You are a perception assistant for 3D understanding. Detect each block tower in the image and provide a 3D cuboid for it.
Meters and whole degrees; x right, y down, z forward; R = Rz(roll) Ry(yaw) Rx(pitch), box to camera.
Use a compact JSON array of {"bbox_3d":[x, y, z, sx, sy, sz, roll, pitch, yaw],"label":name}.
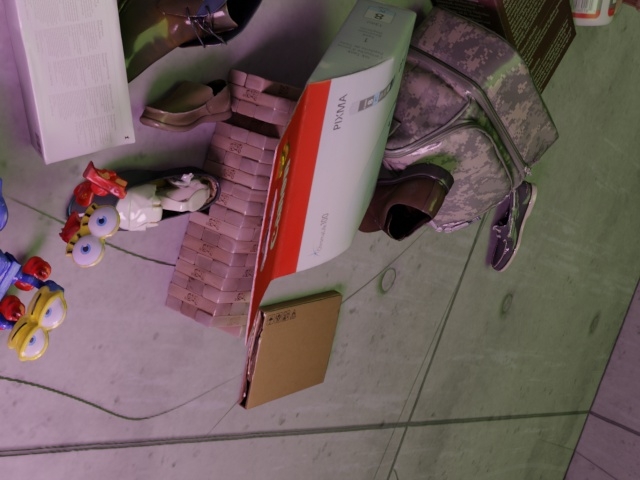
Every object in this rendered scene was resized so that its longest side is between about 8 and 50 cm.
[{"bbox_3d":[-0.104,-0.043,1.183,0.097,0.090,0.336,3,105,-55],"label":"block tower"}]

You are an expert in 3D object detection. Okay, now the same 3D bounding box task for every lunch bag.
[{"bbox_3d":[0.211,-0.175,1.467,0.256,0.212,0.305,-47,144,-1],"label":"lunch bag"}]

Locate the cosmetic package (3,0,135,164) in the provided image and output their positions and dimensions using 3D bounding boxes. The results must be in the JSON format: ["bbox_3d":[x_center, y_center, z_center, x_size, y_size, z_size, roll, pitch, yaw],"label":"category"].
[{"bbox_3d":[-0.249,-0.203,0.892,0.098,0.060,0.239,-16,124,-25],"label":"cosmetic package"}]

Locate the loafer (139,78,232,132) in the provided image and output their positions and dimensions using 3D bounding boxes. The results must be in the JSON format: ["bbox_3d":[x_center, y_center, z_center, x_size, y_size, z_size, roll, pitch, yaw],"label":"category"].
[{"bbox_3d":[-0.158,-0.162,1.075,0.148,0.056,0.050,-29,131,-57],"label":"loafer"}]

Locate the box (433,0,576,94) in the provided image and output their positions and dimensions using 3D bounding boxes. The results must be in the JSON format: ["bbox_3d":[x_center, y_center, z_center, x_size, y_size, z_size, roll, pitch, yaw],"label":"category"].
[{"bbox_3d":[0.298,-0.408,1.507,0.191,0.143,0.381,-57,147,-15],"label":"box"}]

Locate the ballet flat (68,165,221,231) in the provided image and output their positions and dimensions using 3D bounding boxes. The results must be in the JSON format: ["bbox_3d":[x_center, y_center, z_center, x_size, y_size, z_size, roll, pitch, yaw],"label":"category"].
[{"bbox_3d":[-0.194,-0.048,1.070,0.203,0.074,0.074,-18,122,-49],"label":"ballet flat"}]

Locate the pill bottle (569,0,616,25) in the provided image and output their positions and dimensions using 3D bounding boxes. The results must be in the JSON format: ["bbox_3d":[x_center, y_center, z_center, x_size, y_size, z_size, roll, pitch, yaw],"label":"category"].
[{"bbox_3d":[0.476,-0.546,1.658,0.161,0.161,0.283,-24,127,-47],"label":"pill bottle"}]

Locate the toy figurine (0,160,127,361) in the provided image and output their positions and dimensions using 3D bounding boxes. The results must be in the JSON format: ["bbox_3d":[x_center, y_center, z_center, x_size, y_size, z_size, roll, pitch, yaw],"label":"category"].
[{"bbox_3d":[-0.371,0.040,0.856,0.217,0.191,0.363,33,88,-26],"label":"toy figurine"}]

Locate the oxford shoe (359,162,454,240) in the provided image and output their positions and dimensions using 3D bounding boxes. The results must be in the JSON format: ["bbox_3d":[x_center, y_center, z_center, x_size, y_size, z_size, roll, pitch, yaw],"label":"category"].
[{"bbox_3d":[0.105,-0.043,1.390,0.082,0.227,0.096,31,65,-16],"label":"oxford shoe"}]

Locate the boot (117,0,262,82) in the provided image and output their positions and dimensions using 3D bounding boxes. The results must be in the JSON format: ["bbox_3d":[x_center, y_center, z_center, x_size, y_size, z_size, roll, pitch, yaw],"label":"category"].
[{"bbox_3d":[-0.149,-0.242,0.990,0.219,0.106,0.082,-55,145,-19],"label":"boot"}]

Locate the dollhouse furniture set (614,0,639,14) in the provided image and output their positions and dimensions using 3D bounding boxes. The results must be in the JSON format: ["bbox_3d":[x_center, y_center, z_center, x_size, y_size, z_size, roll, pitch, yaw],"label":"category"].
[{"bbox_3d":[0.601,-0.494,1.907,0.123,0.144,0.151,-64,161,3],"label":"dollhouse furniture set"}]

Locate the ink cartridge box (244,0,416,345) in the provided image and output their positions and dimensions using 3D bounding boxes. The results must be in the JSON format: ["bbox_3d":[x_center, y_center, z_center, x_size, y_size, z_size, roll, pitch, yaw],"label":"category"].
[{"bbox_3d":[0.016,-0.086,1.151,0.385,0.091,0.308,-67,172,-50],"label":"ink cartridge box"}]

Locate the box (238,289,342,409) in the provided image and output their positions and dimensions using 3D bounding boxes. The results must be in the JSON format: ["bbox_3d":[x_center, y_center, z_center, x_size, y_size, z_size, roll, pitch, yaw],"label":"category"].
[{"bbox_3d":[-0.045,0.171,1.451,0.201,0.021,0.165,-9,115,-53],"label":"box"}]

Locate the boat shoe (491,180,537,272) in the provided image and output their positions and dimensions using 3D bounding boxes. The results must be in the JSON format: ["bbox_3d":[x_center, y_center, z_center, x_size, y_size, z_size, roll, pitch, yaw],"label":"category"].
[{"bbox_3d":[0.396,-0.033,1.949,0.064,0.075,0.206,14,106,-14],"label":"boat shoe"}]
